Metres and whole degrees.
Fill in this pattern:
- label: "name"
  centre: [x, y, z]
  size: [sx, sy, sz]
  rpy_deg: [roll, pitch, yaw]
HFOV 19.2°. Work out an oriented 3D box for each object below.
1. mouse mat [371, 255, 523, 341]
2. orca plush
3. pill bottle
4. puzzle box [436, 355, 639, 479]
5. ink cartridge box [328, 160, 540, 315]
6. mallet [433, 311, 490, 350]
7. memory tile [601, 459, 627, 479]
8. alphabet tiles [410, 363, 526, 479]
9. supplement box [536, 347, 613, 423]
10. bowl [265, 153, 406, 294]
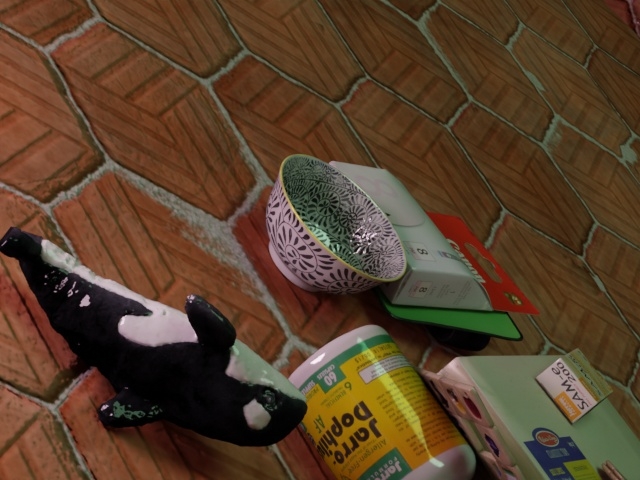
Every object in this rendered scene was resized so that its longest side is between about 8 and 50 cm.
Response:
- label: "mouse mat"
  centre: [0.121, 0.050, 2.065]
  size: [0.189, 0.007, 0.153]
  rpy_deg: [13, 31, -33]
- label: "orca plush"
  centre: [-0.152, 0.098, 1.540]
  size: [0.287, 0.151, 0.102]
  rpy_deg: [40, 57, -17]
- label: "pill bottle"
  centre: [0.067, 0.190, 1.709]
  size: [0.208, 0.117, 0.117]
  rpy_deg: [55, 27, 18]
- label: "puzzle box"
  centre: [0.265, 0.237, 1.943]
  size: [0.272, 0.052, 0.409]
  rpy_deg: [55, 18, 17]
- label: "ink cartridge box"
  centre: [0.128, -0.001, 2.096]
  size: [0.232, 0.066, 0.189]
  rpy_deg: [2, 38, -38]
- label: "mallet"
  centre: [0.136, 0.052, 2.124]
  size: [0.062, 0.039, 0.190]
  rpy_deg: [23, 29, -34]
- label: "memory tile"
  centre: [0.337, 0.281, 1.876]
  size: [0.148, 0.012, 0.113]
  rpy_deg: [45, 3, -8]
- label: "alphabet tiles"
  centre: [0.144, 0.204, 1.741]
  size: [0.198, 0.009, 0.237]
  rpy_deg: [60, -12, -11]
- label: "supplement box"
  centre: [0.268, 0.151, 1.985]
  size: [0.062, 0.036, 0.098]
  rpy_deg: [51, 17, 9]
- label: "bowl"
  centre: [0.000, 0.000, 1.937]
  size: [0.170, 0.080, 0.170]
  rpy_deg: [35, 28, -21]
